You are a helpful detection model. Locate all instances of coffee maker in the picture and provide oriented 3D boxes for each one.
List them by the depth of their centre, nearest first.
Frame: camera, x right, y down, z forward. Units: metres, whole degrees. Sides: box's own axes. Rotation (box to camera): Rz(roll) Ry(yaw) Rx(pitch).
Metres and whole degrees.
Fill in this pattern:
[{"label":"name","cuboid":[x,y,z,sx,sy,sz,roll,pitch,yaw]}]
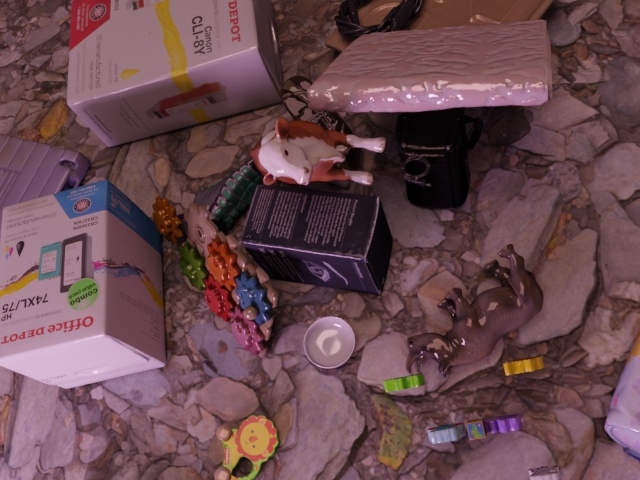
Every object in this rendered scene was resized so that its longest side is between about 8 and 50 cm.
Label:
[{"label":"coffee maker","cuboid":[0.174,-0.125,1.039,0.120,0.178,0.171,29,73,27]}]

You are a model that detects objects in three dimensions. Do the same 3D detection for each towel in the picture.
[{"label":"towel","cuboid":[0.179,-0.268,0.999,0.331,0.054,0.317,1,30,19]}]

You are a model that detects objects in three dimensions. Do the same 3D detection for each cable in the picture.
[{"label":"cable","cuboid":[0.111,-0.441,1.212,0.150,0.047,0.185,21,74,33]}]

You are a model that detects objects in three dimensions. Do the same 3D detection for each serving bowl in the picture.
[{"label":"serving bowl","cuboid":[0.017,0.164,1.030,0.083,0.027,0.083,-6,63,13]}]

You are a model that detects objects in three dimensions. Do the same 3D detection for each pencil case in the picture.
[{"label":"pencil case","cuboid":[0.479,0.160,0.859,0.124,0.113,0.273,23,73,18]}]

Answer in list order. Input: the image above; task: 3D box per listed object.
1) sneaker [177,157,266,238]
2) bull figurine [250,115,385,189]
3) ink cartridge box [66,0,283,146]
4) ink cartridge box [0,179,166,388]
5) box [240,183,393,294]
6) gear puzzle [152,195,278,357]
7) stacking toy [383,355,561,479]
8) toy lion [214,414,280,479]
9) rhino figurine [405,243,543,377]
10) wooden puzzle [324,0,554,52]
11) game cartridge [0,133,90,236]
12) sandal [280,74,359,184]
[{"label":"sneaker","cuboid":[-0.175,-0.092,1.175,0.098,0.083,0.224,35,79,31]},{"label":"bull figurine","cuboid":[-0.018,-0.129,0.999,0.188,0.310,0.101,8,97,-16]},{"label":"ink cartridge box","cuboid":[-0.287,-0.381,1.295,0.384,0.160,0.279,-13,63,9]},{"label":"ink cartridge box","cuboid":[-0.392,0.080,1.083,0.198,0.197,0.270,-14,63,9]},{"label":"box","cuboid":[0.000,0.000,1.042,0.207,0.153,0.108,7,67,17]},{"label":"gear puzzle","cuboid":[-0.193,0.036,1.070,0.044,0.176,0.339,-24,55,-34]},{"label":"stacking toy","cuboid":[0.210,0.259,0.901,0.221,0.052,0.167,-12,80,16]},{"label":"toy lion","cuboid":[-0.110,0.318,0.992,0.096,0.034,0.100,-3,64,5]},{"label":"rhino figurine","cuboid":[0.224,0.121,0.969,0.243,0.073,0.106,-39,72,-1]},{"label":"wooden puzzle","cuboid":[0.230,-0.411,1.223,0.347,0.080,0.322,32,76,30]},{"label":"game cartridge","cuboid":[-0.629,-0.036,1.283,0.230,0.068,0.355,13,69,24]},{"label":"sandal","cuboid":[-0.001,-0.198,1.182,0.090,0.060,0.219,-34,80,-3]}]
